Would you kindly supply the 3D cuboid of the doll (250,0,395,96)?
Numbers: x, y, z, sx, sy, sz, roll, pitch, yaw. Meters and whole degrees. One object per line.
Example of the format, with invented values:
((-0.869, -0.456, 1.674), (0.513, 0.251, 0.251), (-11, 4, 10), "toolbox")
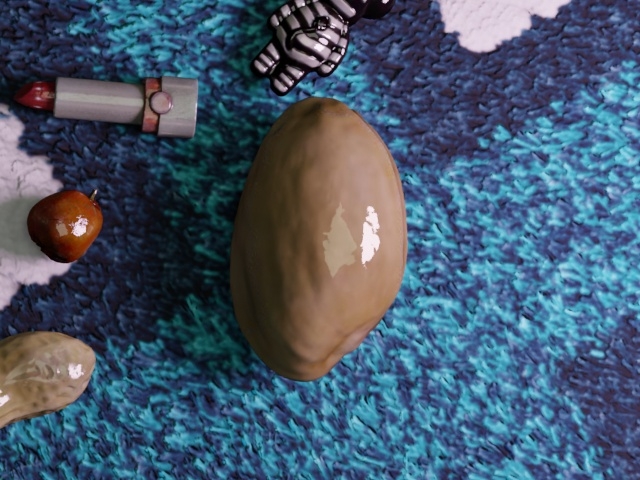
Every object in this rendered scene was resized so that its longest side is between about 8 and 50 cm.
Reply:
((0.015, -0.245, 1.753), (0.091, 0.067, 0.219), (43, 84, 2), "doll")

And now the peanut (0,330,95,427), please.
((-0.327, 0.148, 1.636), (0.214, 0.098, 0.090), (-22, 94, -15), "peanut")

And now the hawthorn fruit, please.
((-0.260, -0.016, 1.675), (0.077, 0.077, 0.077), (1, 87, -14), "hawthorn fruit")

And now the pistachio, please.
((0.000, 0.000, 1.692), (0.182, 0.162, 0.293), (5, 88, 17), "pistachio")

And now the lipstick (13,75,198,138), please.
((-0.222, -0.143, 1.696), (0.186, 0.057, 0.063), (3, 87, -11), "lipstick")
